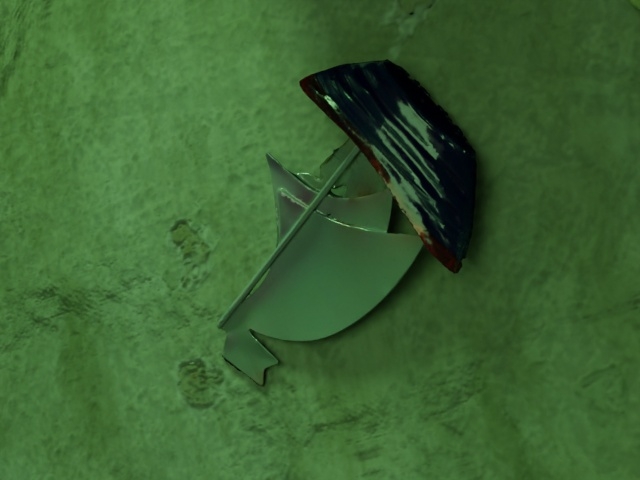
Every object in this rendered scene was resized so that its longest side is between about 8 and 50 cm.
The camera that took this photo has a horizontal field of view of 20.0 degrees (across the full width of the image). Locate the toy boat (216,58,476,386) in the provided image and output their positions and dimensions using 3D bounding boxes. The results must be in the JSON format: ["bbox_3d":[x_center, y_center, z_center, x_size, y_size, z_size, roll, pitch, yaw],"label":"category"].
[{"bbox_3d":[0.025,0.002,1.577,0.219,0.072,0.318,26,102,31],"label":"toy boat"}]

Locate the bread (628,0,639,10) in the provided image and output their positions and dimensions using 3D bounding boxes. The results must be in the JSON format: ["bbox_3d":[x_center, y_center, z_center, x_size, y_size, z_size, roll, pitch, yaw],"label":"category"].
[{"bbox_3d":[0.346,-0.394,1.449,0.405,0.242,0.345,-22,69,-8],"label":"bread"}]
